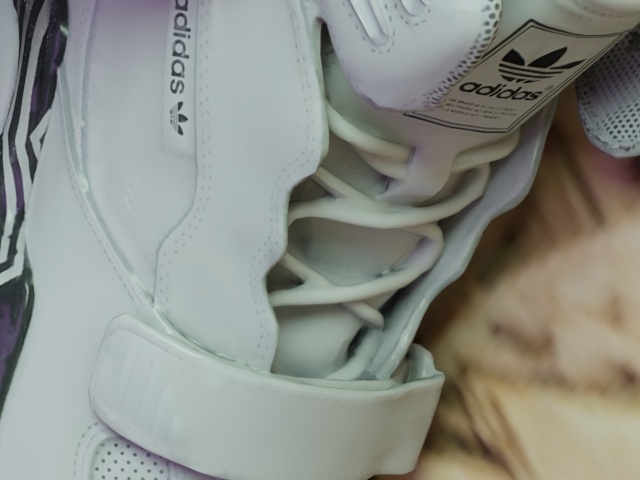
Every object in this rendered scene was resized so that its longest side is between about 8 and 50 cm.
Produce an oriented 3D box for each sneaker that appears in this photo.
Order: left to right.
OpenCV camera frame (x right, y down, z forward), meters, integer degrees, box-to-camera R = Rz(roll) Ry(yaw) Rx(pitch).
[{"bbox_3d":[0.000,0.000,0.474,0.210,0.137,0.366,-2,85,48],"label":"sneaker"}]
